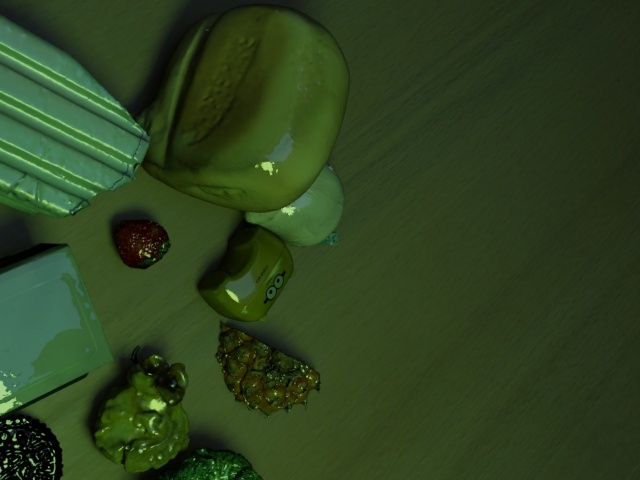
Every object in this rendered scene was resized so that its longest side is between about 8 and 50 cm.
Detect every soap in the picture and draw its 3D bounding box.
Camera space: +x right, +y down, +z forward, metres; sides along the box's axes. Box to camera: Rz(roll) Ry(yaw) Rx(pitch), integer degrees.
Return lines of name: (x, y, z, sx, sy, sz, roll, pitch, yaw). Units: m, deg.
soap: (-0.512, -0.202, 1.436, 0.446, 0.156, 0.261, 26, 74, -32)

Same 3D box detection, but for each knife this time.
knife: (0.000, 0.000, 1.887, 0.096, 0.010, 0.027, -7, 93, -35)

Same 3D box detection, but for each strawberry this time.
strawberry: (-0.326, 0.002, 1.609, 0.106, 0.106, 0.106, 1, 89, -36)

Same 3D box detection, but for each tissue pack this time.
tissue pack: (-0.137, 0.072, 1.719, 0.127, 0.123, 0.178, 45, 65, -26)

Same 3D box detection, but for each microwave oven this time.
microwave oven: (-0.525, 0.153, 1.406, 0.295, 0.181, 0.237, -26, 106, -33)

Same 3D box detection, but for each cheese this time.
cheese: (-0.042, -0.084, 1.773, 0.189, 0.154, 0.198, 38, 68, -35)

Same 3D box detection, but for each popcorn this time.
popcorn: (-0.320, 0.307, 1.580, 0.168, 0.173, 0.195, -3, 101, -14)

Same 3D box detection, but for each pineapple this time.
pineapple: (-0.090, 0.280, 1.732, 0.250, 0.164, 0.139, 34, 78, -34)

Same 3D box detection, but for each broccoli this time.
broccoli: (-0.193, 0.510, 1.586, 0.270, 0.270, 0.269, -21, 124, -35)

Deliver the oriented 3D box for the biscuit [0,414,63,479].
biscuit: (-0.522, 0.386, 1.482, 0.195, 0.053, 0.194, 0, 89, -36)

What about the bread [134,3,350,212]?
bread: (-0.120, -0.244, 1.627, 0.253, 0.348, 0.376, 36, 65, -55)
